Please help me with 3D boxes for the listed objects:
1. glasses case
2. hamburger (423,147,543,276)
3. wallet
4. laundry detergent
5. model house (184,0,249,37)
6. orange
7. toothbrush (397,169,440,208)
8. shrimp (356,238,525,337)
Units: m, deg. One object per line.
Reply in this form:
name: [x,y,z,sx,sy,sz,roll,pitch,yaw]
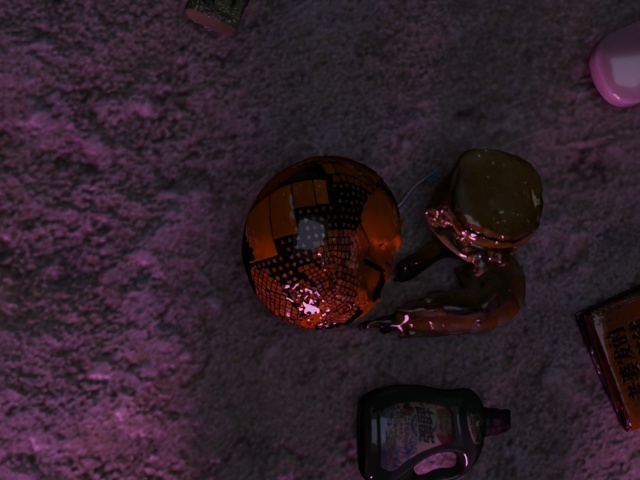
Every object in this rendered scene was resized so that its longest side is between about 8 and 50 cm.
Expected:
glasses case: [0.539,-0.292,1.532,0.296,0.075,0.113,-23,90,-10]
hamburger: [0.227,-0.033,1.430,0.159,0.131,0.185,16,63,-12]
wallet: [0.481,0.166,1.514,0.160,0.042,0.196,-20,90,-10]
laundry detergent: [0.164,0.274,1.445,0.221,0.078,0.144,0,89,-11]
model house: [-0.139,-0.337,1.434,0.078,0.066,0.083,23,82,-9]
orange: [0.000,0.000,1.360,0.182,0.234,0.235,19,82,36]
toothbrush: [0.107,-0.050,1.484,0.162,0.014,0.017,-37,74,-8]
shrimp: [0.174,0.064,1.465,0.254,0.059,0.145,-3,85,-9]
